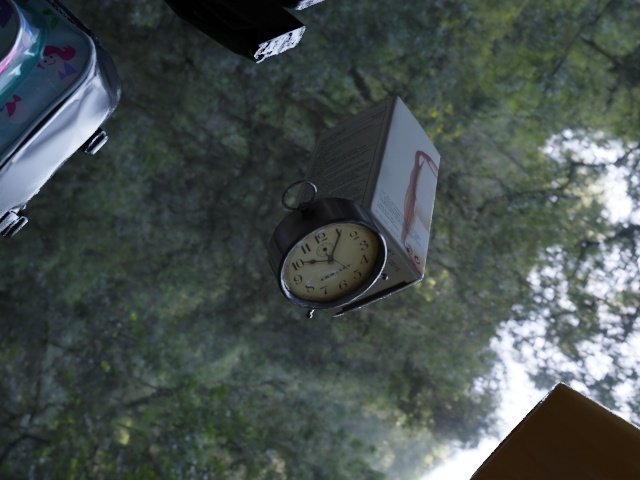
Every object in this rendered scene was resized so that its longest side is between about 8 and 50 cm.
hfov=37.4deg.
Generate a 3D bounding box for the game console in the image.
[{"bbox_3d":[-0.080,-0.362,1.322,0.361,0.213,0.044,-38,164,-50],"label":"game console"}]

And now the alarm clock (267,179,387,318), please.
[{"bbox_3d":[0.000,0.000,1.058,0.129,0.192,0.064,-26,-134,-2],"label":"alarm clock"}]

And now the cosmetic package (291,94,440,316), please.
[{"bbox_3d":[0.062,-0.053,1.297,0.153,0.129,0.296,-26,-152,29],"label":"cosmetic package"}]

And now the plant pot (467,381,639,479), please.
[{"bbox_3d":[0.234,0.230,0.808,0.205,0.188,0.205,-43,165,-14],"label":"plant pot"}]

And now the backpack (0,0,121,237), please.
[{"bbox_3d":[-0.307,-0.136,0.689,0.225,0.253,0.191,-47,170,-1],"label":"backpack"}]
